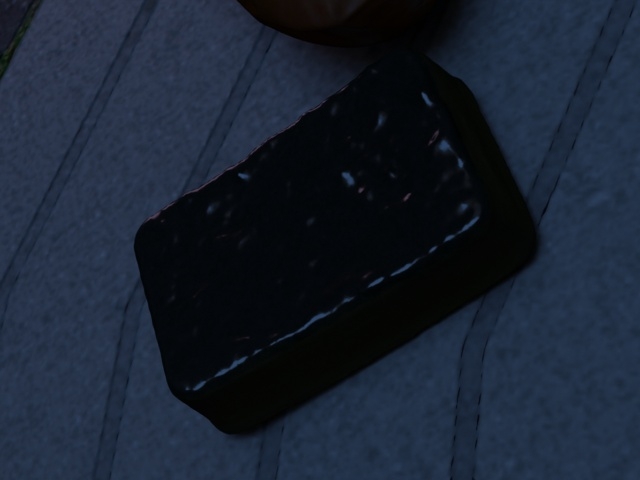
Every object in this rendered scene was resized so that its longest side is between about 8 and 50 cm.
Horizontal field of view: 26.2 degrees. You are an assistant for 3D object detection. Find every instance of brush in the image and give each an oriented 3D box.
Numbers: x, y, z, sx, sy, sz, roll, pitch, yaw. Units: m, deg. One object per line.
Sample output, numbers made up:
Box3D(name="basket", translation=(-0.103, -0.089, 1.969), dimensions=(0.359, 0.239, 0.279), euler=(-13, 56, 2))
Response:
Box3D(name="brush", translation=(0.000, 0.000, 0.693), dimensions=(0.197, 0.059, 0.123), euler=(-33, 54, 17))

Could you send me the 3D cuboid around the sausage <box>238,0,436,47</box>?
Box3D(name="sausage", translation=(-0.022, -0.197, 0.770), dimensions=(0.133, 0.133, 0.258), euler=(-43, 54, 8))
